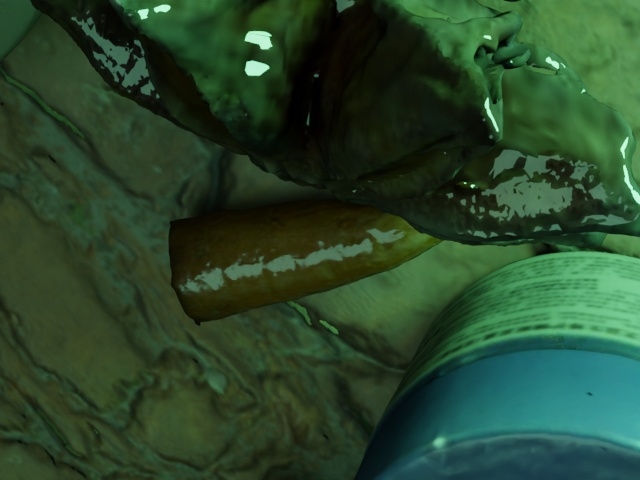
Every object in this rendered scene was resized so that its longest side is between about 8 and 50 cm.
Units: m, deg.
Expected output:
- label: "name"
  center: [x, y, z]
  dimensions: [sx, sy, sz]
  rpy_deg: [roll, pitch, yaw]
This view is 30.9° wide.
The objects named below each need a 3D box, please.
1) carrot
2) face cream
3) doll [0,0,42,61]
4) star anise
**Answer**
- label: "carrot"
  center: [0.000, 0.000, 0.729]
  dimensions: [0.205, 0.072, 0.072]
  rpy_deg: [-13, 110, 21]
- label: "face cream"
  center: [0.147, 0.154, 0.655]
  dimensions: [0.249, 0.225, 0.249]
  rpy_deg: [8, 116, 16]
- label: "doll"
  center: [-0.274, -0.197, 0.683]
  dimensions: [0.251, 0.221, 0.221]
  rpy_deg: [-42, 97, 10]
- label: "star anise"
  center: [0.014, -0.078, 0.568]
  dimensions: [0.331, 0.331, 0.118]
  rpy_deg: [27, 92, 7]
